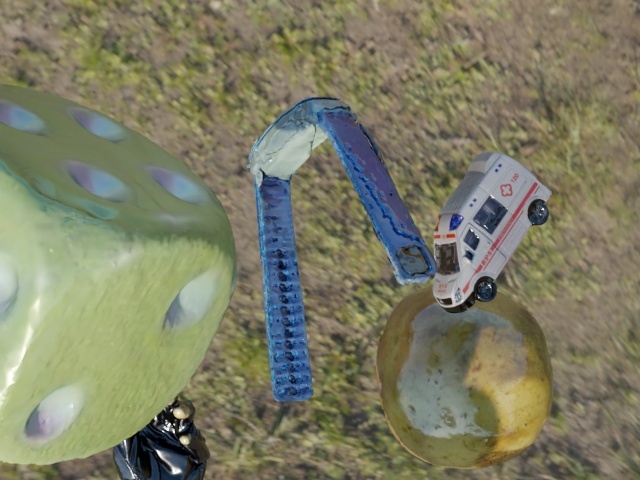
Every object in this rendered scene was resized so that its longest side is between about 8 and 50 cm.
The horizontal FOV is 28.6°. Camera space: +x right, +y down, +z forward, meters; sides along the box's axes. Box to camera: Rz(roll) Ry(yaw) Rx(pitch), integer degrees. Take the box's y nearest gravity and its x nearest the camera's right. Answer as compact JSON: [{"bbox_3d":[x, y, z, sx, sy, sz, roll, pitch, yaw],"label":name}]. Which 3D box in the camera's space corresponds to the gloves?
[{"bbox_3d":[-0.244,0.293,1.926,0.164,0.124,0.203,6,97,-19],"label":"gloves"}]

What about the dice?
[{"bbox_3d":[-0.242,0.029,1.083,0.252,0.250,0.254,37,111,28],"label":"dice"}]

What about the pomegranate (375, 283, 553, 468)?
[{"bbox_3d":[0.212,0.199,1.849,0.281,0.281,0.281,-6,73,20],"label":"pomegranate"}]

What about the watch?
[{"bbox_3d":[-0.009,0.002,1.425,0.276,0.068,0.274,-47,59,39],"label":"watch"}]

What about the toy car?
[{"bbox_3d":[0.201,-0.010,1.612,0.209,0.108,0.089,-55,19,-13],"label":"toy car"}]
